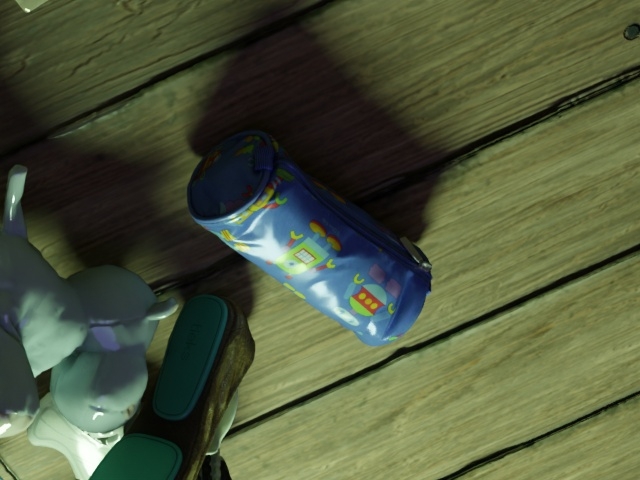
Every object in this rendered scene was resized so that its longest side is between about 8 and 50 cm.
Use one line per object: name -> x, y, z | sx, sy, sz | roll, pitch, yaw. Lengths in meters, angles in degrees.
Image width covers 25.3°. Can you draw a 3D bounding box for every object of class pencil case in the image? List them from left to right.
pencil case -> 0.000, 0.000, 1.535 | 0.133, 0.119, 0.306 | -30, 132, 29

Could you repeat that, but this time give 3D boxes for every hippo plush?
hippo plush -> -0.298, 0.090, 1.493 | 0.236, 0.234, 0.294 | 10, 82, -45

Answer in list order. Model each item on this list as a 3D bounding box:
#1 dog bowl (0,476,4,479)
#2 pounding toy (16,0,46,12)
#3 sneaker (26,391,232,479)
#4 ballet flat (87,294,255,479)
dog bowl -> -0.465, 0.355, 1.671 | 0.166, 0.074, 0.297 | -1, 129, -36
pounding toy -> -0.200, -0.296, 1.259 | 0.206, 0.094, 0.181 | -31, 129, 7
sneaker -> -0.218, 0.253, 1.681 | 0.118, 0.110, 0.292 | -37, 121, 21
ballet flat -> -0.160, 0.226, 1.581 | 0.124, 0.116, 0.342 | 48, 59, -49
